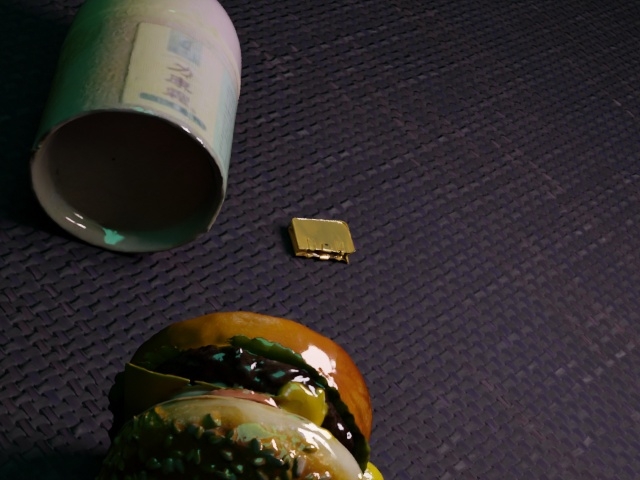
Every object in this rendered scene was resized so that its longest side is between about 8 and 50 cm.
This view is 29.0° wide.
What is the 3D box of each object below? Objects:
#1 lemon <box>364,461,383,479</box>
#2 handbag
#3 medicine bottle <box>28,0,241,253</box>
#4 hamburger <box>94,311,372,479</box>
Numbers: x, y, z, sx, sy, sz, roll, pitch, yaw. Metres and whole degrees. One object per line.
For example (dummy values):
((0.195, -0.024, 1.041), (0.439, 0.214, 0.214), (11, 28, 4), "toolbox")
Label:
((0.039, 0.273, 1.380), (0.083, 0.062, 0.062), (20, 41, -11), "lemon")
((0.000, 0.000, 1.672), (0.083, 0.027, 0.061), (4, 46, -24), "handbag")
((-0.220, -0.202, 1.588), (0.236, 0.235, 0.406), (17, 43, -14), "medicine bottle")
((-0.080, 0.221, 1.201), (0.291, 0.291, 0.225), (22, 37, -8), "hamburger")
